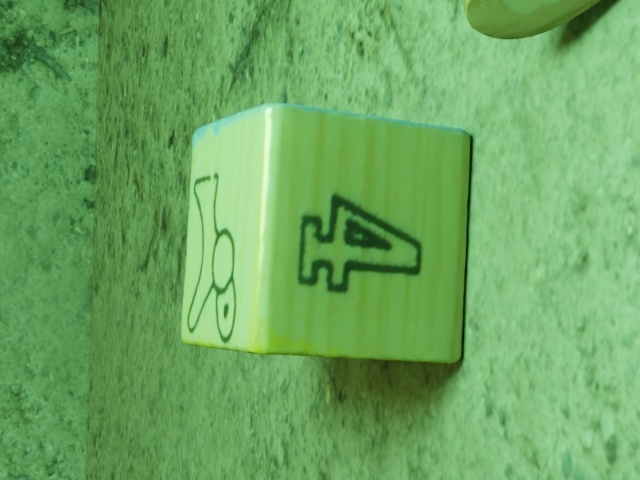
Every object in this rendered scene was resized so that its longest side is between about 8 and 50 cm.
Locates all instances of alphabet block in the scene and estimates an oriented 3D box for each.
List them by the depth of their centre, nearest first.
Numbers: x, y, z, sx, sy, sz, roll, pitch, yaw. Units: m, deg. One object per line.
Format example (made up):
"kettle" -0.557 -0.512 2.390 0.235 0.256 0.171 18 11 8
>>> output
"alphabet block" 0.000 0.000 0.993 0.192 0.193 0.197 177 97 -66

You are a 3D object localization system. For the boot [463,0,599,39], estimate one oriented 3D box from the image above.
"boot" 0.182 -0.302 0.787 0.295 0.104 0.211 -51 35 43
